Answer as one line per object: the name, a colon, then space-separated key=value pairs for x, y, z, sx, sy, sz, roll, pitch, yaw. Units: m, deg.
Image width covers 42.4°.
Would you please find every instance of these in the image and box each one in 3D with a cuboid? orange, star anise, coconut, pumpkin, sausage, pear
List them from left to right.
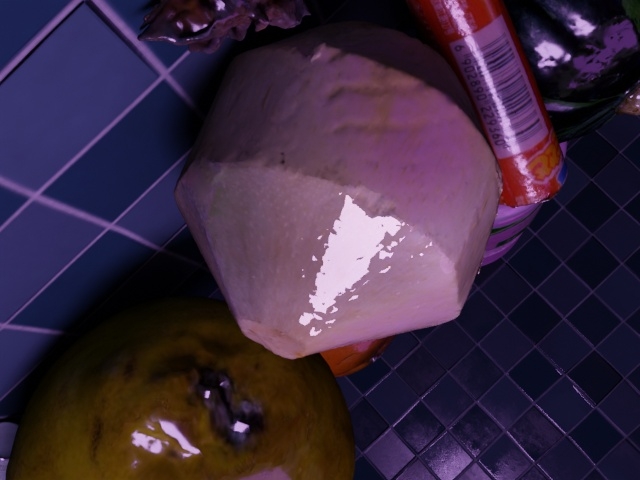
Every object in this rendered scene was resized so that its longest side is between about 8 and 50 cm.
pear: x=-0.144 y=0.229 z=0.859 sx=0.352 sy=0.352 sz=0.413 roll=-33 pitch=152 yaw=-38
star anise: x=-0.042 y=-0.160 z=0.532 sx=0.124 sy=0.056 sz=0.129 roll=-37 pitch=167 yaw=26
coconut: x=0.008 y=-0.029 z=0.646 sx=0.259 sy=0.259 sz=0.259 roll=-40 pitch=166 yaw=-12
orange: x=0.043 y=0.152 z=1.487 sx=0.224 sy=0.170 sz=0.224 roll=-42 pitch=166 yaw=-13
sausage: x=0.123 y=-0.155 z=0.669 sx=0.074 sy=0.274 sz=0.074 roll=-25 pitch=-155 yaw=12
pumpkin: x=0.245 y=-0.217 z=0.811 sx=0.315 sy=0.238 sz=0.315 roll=-36 pitch=167 yaw=-10

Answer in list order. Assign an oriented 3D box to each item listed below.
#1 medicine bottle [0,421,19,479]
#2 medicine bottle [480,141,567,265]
medicine bottle: x=-0.344 y=0.233 z=0.885 sx=0.047 sy=0.047 sz=0.083 roll=-29 pitch=160 yaw=-46
medicine bottle: x=0.208 y=-0.091 z=1.139 sx=0.212 sy=0.212 sz=0.325 roll=-42 pitch=166 yaw=-6
